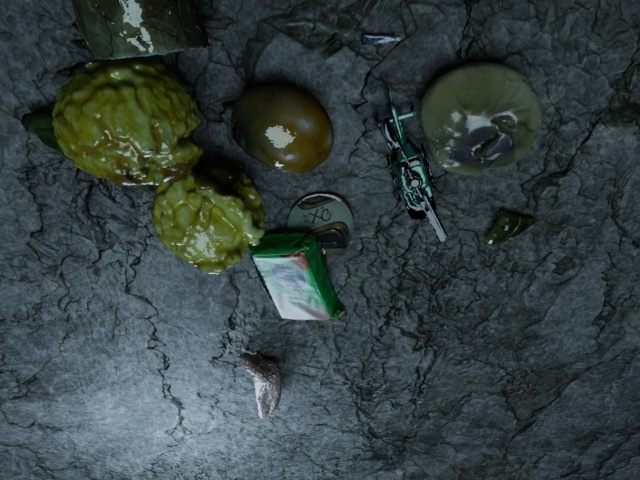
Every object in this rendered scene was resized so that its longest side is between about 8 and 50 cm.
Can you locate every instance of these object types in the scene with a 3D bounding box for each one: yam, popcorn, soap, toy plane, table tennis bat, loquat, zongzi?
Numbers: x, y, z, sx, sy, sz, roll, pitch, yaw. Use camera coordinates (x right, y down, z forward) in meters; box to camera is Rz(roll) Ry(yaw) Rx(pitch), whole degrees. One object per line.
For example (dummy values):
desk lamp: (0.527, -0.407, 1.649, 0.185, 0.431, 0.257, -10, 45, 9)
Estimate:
yam: (-0.336, -0.480, 1.022, 0.241, 0.241, 0.348, -9, 125, 2)
popcorn: (-0.383, -0.229, 1.155, 0.282, 0.282, 0.247, -3, 95, -2)
soap: (-0.059, 0.097, 1.559, 0.217, 0.098, 0.273, -5, 131, 19)
toy plane: (0.203, -0.183, 1.349, 0.106, 0.155, 0.382, -15, 111, 9)
table tennis bat: (0.000, 0.000, 1.555, 0.173, 0.022, 0.301, 0, 127, -1)
popcorn: (-0.245, -0.062, 1.343, 0.293, 0.293, 0.237, 18, 105, -18)
loquat: (-0.082, -0.242, 1.264, 0.227, 0.179, 0.179, 23, 123, -25)
zongzi: (0.507, -0.023, 1.559, 0.119, 0.055, 0.109, 7, 130, -24)

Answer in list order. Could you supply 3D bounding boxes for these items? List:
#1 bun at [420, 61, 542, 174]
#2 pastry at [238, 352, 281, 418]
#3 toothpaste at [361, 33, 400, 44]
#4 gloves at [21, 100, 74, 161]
bun: (0.353, -0.259, 1.287, 0.272, 0.168, 0.273, 0, 128, 1)
pastry: (-0.173, 0.452, 1.848, 0.112, 0.103, 0.265, -14, 130, -3)
toothpaste: (0.127, -0.423, 1.233, 0.083, 0.019, 0.027, -2, 152, -1)
gloves: (-0.516, -0.226, 1.289, 0.268, 0.107, 0.135, 12, 96, -11)
